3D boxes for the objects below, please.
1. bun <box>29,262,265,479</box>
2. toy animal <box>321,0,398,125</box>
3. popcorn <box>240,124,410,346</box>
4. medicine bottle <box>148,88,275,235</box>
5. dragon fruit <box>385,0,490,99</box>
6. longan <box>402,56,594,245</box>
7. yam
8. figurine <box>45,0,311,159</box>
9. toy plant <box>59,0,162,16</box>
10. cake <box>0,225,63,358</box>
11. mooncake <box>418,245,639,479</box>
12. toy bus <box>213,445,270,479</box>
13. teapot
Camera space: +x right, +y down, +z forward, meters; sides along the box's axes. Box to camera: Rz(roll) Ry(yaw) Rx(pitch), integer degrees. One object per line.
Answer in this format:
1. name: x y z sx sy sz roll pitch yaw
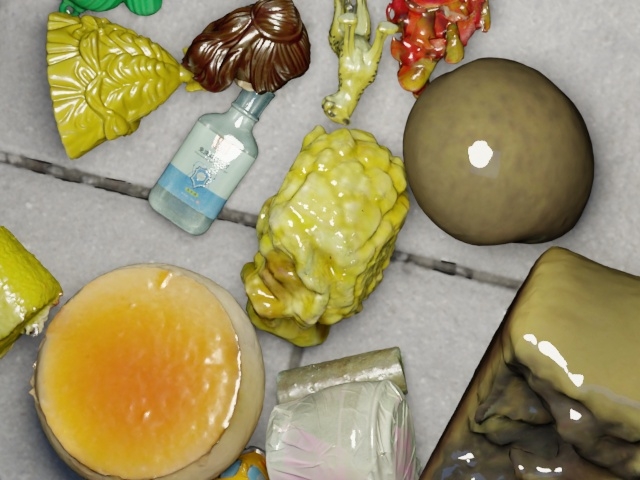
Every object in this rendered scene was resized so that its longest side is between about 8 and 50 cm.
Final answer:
1. bun: -0.212 0.181 1.929 0.299 0.165 0.299 -3 74 9
2. toy animal: 0.034 -0.244 1.877 0.073 0.181 0.136 4 127 -14
3. popcorn: 0.000 0.000 1.859 0.174 0.225 0.286 28 97 6
4. medicine bottle: -0.132 -0.111 1.946 0.090 0.054 0.208 34 96 2
5. dragon fruit: 0.139 -0.272 1.868 0.133 0.150 0.207 20 106 33
6. longan: 0.216 -0.095 1.823 0.248 0.248 0.248 1 96 6
7. yam: 0.027 0.182 1.953 0.169 0.068 0.068 -14 94 6
8. figurine: -0.167 -0.216 1.888 0.315 0.187 0.168 -9 127 4
9. toy plant: -0.253 -0.346 1.916 0.143 0.105 0.200 29 119 -16
10. cake: -0.458 0.109 1.938 0.260 0.179 0.156 -41 88 2
11. mooncake: 0.279 0.211 1.766 0.246 0.394 0.393 22 84 2
12. toy bus: -0.153 0.350 1.957 0.210 0.136 0.126 -16 94 7
13. teapot: 0.027 0.253 1.897 0.178 0.221 0.163 -4 90 18
